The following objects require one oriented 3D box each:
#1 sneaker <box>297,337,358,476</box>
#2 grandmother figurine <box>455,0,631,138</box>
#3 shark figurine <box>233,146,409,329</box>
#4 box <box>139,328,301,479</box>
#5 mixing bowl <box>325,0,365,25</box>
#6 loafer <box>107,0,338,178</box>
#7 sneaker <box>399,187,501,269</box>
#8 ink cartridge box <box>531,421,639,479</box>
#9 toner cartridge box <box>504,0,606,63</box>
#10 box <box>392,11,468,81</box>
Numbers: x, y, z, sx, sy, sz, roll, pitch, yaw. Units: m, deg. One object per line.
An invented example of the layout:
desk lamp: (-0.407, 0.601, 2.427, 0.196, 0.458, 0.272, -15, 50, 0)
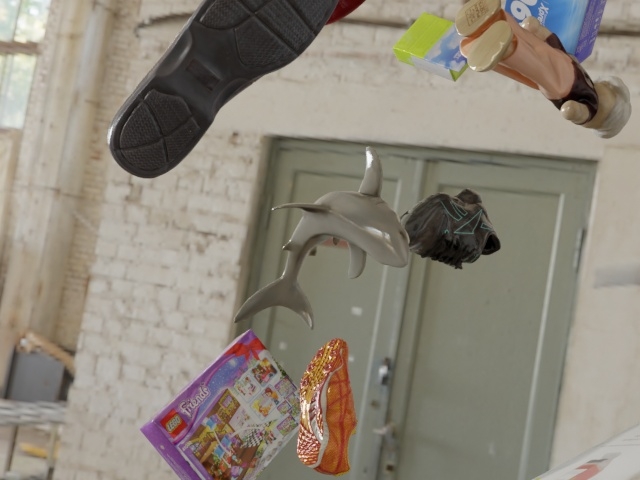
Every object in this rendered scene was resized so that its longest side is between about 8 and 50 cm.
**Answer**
sneaker: (0.013, 0.200, 1.205, 0.067, 0.175, 0.064, 33, -40, -32)
grandmother figurine: (0.334, -0.239, 1.450, 0.342, 0.208, 0.104, 23, -39, -39)
shark figurine: (-0.014, -0.008, 1.144, 0.116, 0.166, 0.278, 6, -23, -32)
box: (-0.158, 0.320, 1.805, 0.057, 0.201, 0.293, -35, 4, 44)
mixing bowl: (-0.007, -0.388, 1.360, 0.181, 0.181, 0.098, 15, 36, -52)
loafer: (-0.108, -0.194, 1.037, 0.109, 0.302, 0.095, 46, -2, -25)
sneaker: (0.193, -0.012, 1.505, 0.101, 0.106, 0.267, -41, -15, 34)
ink cartridge box: (0.282, 0.355, 0.932, 0.384, 0.279, 0.160, -21, -3, -23)
toner cartridge box: (0.419, -0.469, 1.742, 0.165, 0.075, 0.348, 38, -28, 25)
box: (0.244, -0.384, 2.004, 0.178, 0.109, 0.042, 30, -16, 38)
